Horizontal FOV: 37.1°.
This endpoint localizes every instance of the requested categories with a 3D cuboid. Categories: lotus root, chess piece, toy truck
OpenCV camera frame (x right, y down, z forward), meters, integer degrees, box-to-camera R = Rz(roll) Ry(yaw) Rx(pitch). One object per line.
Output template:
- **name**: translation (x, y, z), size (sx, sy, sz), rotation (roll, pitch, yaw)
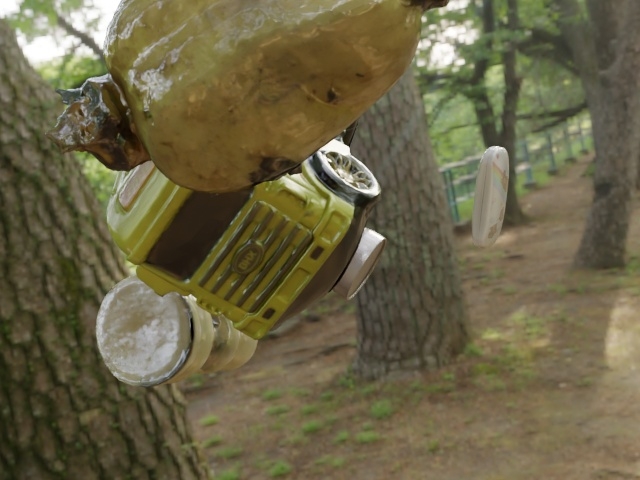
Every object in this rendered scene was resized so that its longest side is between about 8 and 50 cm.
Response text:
- **lotus root**: translation (-0.042, -0.116, 0.610), size (0.257, 0.154, 0.140), rotation (-22, 0, 15)
- **chess piece**: translation (-0.170, 0.127, 1.271), size (0.142, 0.143, 0.261), rotation (-8, -12, 20)
- **toy truck**: translation (-0.083, -0.105, 0.931), size (0.254, 0.181, 0.405), rotation (26, 29, -18)

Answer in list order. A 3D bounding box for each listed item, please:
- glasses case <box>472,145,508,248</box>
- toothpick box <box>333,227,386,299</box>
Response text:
- **glasses case**: translation (0.137, -0.034, 0.767), size (0.021, 0.083, 0.032), rotation (14, 20, 29)
- **toothpick box**: translation (0.000, 0.000, 1.262), size (0.149, 0.098, 0.098), rotation (31, 17, 12)
